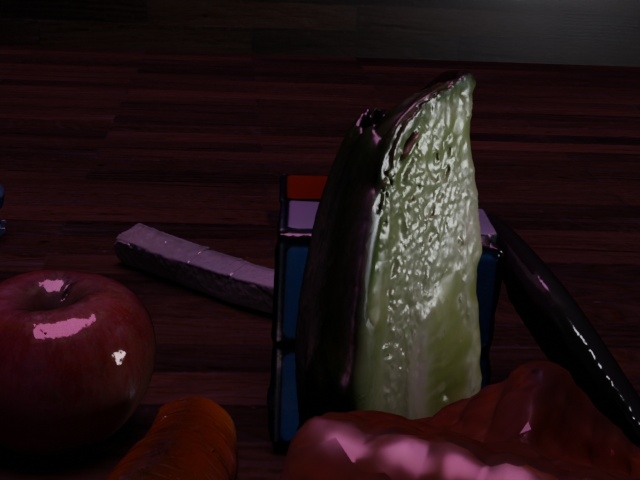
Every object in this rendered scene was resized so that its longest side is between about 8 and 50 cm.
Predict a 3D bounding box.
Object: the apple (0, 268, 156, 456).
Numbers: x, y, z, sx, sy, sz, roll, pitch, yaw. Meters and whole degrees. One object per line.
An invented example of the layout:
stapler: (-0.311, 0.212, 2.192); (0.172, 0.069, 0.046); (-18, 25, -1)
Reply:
apple: (-0.201, 0.093, 0.846); (0.154, 0.120, 0.153); (0, 24, 0)

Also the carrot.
carrot: (-0.093, 0.159, 0.717); (0.087, 0.087, 0.193); (5, 16, 8)

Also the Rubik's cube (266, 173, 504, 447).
Rubik's cube: (0.045, 0.053, 0.903); (0.167, 0.183, 0.180); (3, 20, -2)

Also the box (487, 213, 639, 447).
box: (0.192, 0.073, 0.881); (0.042, 0.201, 0.212); (-36, 19, 8)

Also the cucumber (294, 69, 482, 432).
cucumber: (0.033, 0.065, 0.647); (0.105, 0.325, 0.145); (18, 31, 40)

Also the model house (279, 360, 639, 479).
model house: (0.102, 0.127, 0.379); (0.295, 0.329, 0.251); (10, 40, 19)

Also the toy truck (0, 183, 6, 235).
toy truck: (-0.430, -0.038, 1.283); (0.136, 0.074, 0.063); (-1, 18, -12)

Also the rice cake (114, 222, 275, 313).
rice cake: (-0.122, 0.029, 1.172); (0.245, 0.042, 0.045); (17, 35, 36)
